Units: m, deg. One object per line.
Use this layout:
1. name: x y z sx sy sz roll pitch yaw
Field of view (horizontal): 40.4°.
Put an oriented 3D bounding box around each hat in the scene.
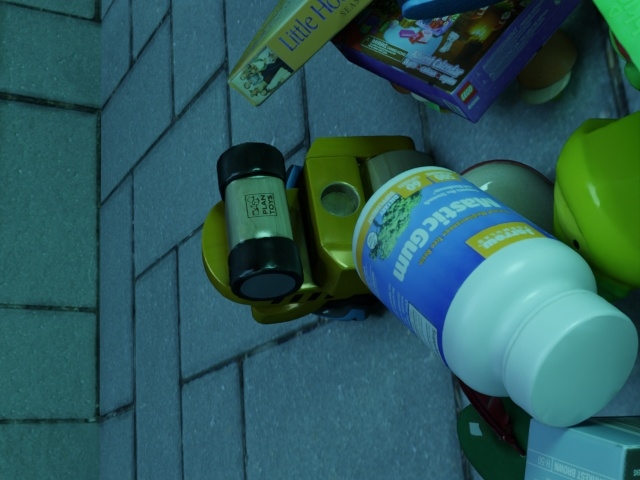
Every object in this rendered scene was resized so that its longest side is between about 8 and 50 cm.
1. hat: 0.168 0.222 0.961 0.173 0.184 0.208 -39 52 52

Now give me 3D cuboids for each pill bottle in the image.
1. pill bottle: 0.154 0.047 0.802 0.272 0.152 0.152 44 123 53

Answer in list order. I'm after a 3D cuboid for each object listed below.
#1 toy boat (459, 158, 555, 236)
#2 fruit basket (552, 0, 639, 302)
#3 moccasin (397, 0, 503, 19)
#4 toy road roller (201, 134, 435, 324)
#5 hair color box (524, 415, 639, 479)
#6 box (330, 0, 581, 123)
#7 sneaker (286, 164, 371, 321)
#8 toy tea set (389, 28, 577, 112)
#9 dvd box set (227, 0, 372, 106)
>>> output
1. toy boat: 0.196 0.015 1.028 0.151 0.151 0.231 -80 5 -72
2. fruit basket: 0.303 -0.089 0.729 0.392 0.283 0.391 -20 61 40
3. moccasin: 0.227 -0.316 0.846 0.138 0.342 0.116 -86 -24 -86
4. toy road roller: 0.000 0.000 1.212 0.240 0.330 0.202 104 159 -60
5. hair color box: 0.269 0.349 0.758 0.114 0.186 0.374 6 90 60
6. box: 0.151 -0.271 1.032 0.201 0.057 0.293 -49 37 0
7. sneaker: -0.011 0.001 1.381 0.341 0.125 0.139 53 128 49
8. toy tea set: 0.194 -0.237 1.112 0.200 0.124 0.336 -42 38 10
9. dvd box set: 0.068 -0.375 1.096 0.420 0.062 0.307 -35 21 41
